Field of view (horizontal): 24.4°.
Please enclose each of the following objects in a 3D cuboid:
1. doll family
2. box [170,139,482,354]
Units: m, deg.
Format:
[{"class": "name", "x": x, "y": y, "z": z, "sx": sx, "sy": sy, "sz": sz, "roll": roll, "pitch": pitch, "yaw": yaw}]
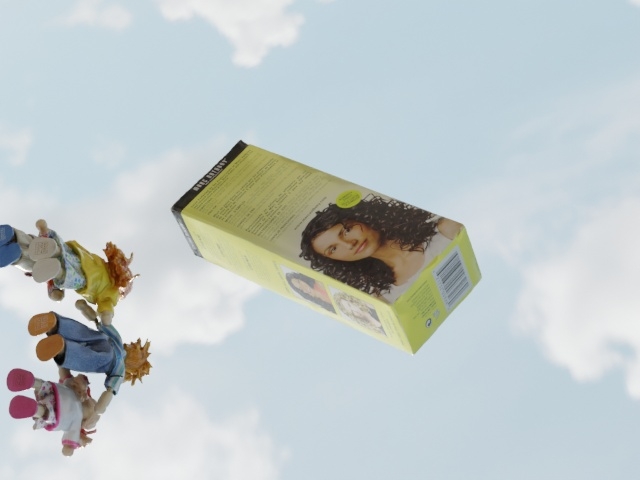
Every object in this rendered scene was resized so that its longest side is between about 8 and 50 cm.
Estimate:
[{"class": "doll family", "x": -0.246, "y": 0.089, "z": 1.563, "sx": 0.118, "sy": 0.163, "sz": 0.263, "roll": -18, "pitch": -111, "yaw": 21}, {"class": "box", "x": 0.000, "y": 0.000, "z": 1.082, "sx": 0.232, "sy": 0.058, "sz": 0.087, "roll": 21, "pitch": -122, "yaw": 40}]
